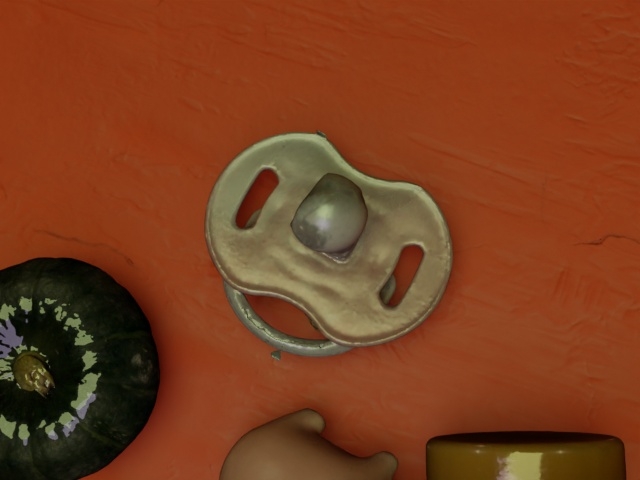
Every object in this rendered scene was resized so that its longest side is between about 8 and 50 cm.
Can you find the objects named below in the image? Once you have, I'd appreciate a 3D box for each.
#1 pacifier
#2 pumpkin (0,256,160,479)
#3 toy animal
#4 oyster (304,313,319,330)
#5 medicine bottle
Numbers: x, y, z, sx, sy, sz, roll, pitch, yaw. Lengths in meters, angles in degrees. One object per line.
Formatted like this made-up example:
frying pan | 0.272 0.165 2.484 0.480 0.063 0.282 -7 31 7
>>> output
pacifier | 0.009 -0.008 1.431 0.332 0.273 0.220 28 43 7
pumpkin | -0.360 0.170 1.448 0.300 0.207 0.300 -1 84 6
toy animal | -0.003 0.357 1.356 0.326 0.237 0.269 22 57 35
oyster | 0.008 0.101 1.507 0.051 0.034 0.093 -35 69 -15
medicine bottle | 0.248 0.350 1.348 0.237 0.238 0.232 -2 84 6
